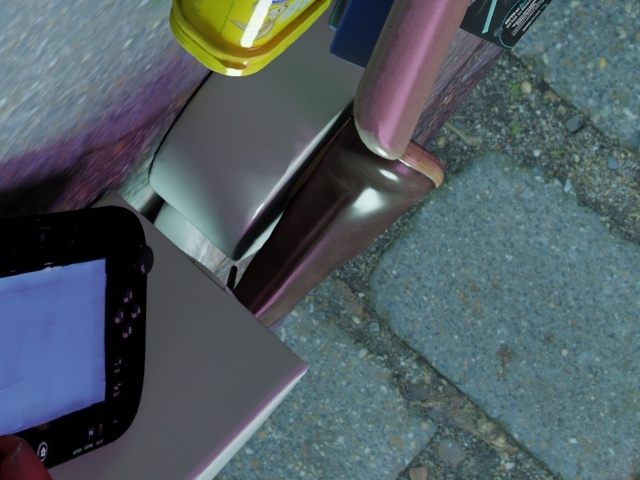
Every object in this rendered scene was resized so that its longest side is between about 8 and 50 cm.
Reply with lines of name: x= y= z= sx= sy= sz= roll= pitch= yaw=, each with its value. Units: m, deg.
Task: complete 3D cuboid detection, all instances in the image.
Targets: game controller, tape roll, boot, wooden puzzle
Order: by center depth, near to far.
wooden puzzle: x=0.080 y=-0.225 z=1.060 sx=0.348 sy=0.080 sz=0.322 roll=-64 pitch=177 yaw=-80
game controller: x=-0.188 y=0.067 z=1.092 sx=0.067 sy=0.166 sz=0.319 roll=-6 pitch=-177 yaw=20
boot: x=0.000 y=0.000 z=1.380 sx=0.207 sy=0.090 sz=0.248 roll=-50 pitch=179 yaw=-5
tape roll: x=-0.015 y=-0.117 z=1.459 sx=0.286 sy=0.100 sz=0.286 roll=-48 pitch=175 yaw=-6

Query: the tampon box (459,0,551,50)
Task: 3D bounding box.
tampon box: x=0.117 y=-0.239 z=1.334 sx=0.120 sy=0.101 sz=0.161 roll=-50 pitch=150 yaw=17

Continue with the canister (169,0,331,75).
canister: x=-0.018 y=-0.191 z=1.024 sx=0.126 sy=0.073 sz=0.170 roll=-46 pitch=173 yaw=-34

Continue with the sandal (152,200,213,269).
sandal: x=-0.185 y=0.090 z=1.680 sx=0.169 sy=0.102 sz=0.416 roll=-64 pitch=175 yaw=-46

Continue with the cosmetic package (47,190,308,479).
cosmetic package: x=-0.217 y=0.166 z=1.279 sx=0.385 sy=0.217 sz=0.156 roll=-42 pitch=172 yaw=-36

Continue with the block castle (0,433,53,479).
block castle: x=-0.321 y=0.279 z=0.826 sx=0.453 sy=0.213 sz=0.303 roll=-26 pitch=-163 yaw=32
